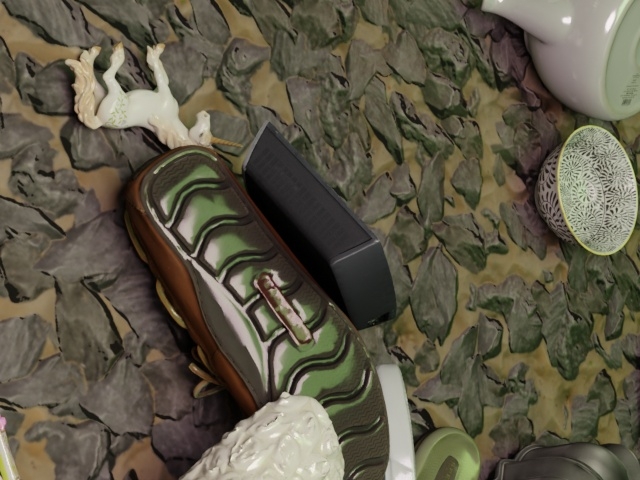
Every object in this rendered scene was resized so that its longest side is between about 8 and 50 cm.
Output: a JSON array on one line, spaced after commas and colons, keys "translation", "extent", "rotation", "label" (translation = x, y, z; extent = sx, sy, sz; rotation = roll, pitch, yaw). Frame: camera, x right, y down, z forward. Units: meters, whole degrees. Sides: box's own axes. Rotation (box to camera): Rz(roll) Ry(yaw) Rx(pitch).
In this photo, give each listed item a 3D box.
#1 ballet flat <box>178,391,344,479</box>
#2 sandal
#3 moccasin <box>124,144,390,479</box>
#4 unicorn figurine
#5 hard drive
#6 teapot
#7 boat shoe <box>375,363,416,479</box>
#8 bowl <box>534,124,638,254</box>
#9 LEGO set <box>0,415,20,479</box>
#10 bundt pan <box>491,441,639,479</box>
[{"translation": [-0.111, 0.311, 0.920], "extent": [0.409, 0.147, 0.147], "rotation": [-47, 116, -8], "label": "ballet flat"}, {"translation": [0.115, 0.342, 1.224], "extent": [0.120, 0.086, 0.303], "rotation": [38, 62, -30], "label": "sandal"}, {"translation": [-0.066, 0.090, 1.066], "extent": [0.139, 0.147, 0.380], "rotation": [-42, 98, -22], "label": "moccasin"}, {"translation": [-0.167, -0.135, 1.082], "extent": [0.162, 0.060, 0.111], "rotation": [-7, 89, -24], "label": "unicorn figurine"}, {"translation": [0.000, 0.000, 1.070], "extent": [0.054, 0.255, 0.172], "rotation": [-40, 72, -7], "label": "hard drive"}, {"translation": [0.359, -0.291, 1.463], "extent": [0.252, 0.187, 0.256], "rotation": [-47, 142, -14], "label": "teapot"}, {"translation": [0.041, 0.290, 1.144], "extent": [0.121, 0.119, 0.335], "rotation": [77, 13, -68], "label": "boat shoe"}, {"translation": [0.336, -0.062, 1.469], "extent": [0.170, 0.080, 0.170], "rotation": [6, 81, -40], "label": "bowl"}, {"translation": [-0.304, 0.237, 0.907], "extent": [0.132, 0.107, 0.287], "rotation": [4, 85, -4], "label": "LEGO set"}, {"translation": [0.335, 0.379, 1.287], "extent": [0.331, 0.124, 0.331], "rotation": [19, 55, -29], "label": "bundt pan"}]
